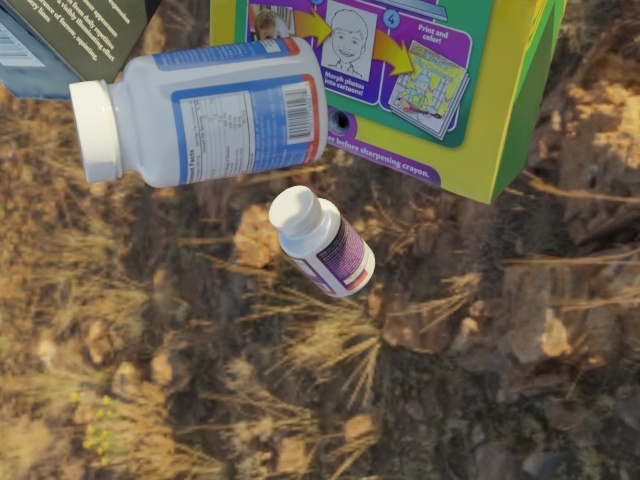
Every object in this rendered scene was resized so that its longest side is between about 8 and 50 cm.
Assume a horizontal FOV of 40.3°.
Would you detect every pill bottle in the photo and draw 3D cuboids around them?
[{"bbox_3d":[0.000,0.000,1.401,0.108,0.193,0.108,-18,48,22],"label":"pill bottle"},{"bbox_3d":[-0.114,-0.117,0.814,0.124,0.222,0.124,170,90,-75],"label":"pill bottle"}]

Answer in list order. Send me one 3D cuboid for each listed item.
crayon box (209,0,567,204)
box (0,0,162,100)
[{"bbox_3d":[0.058,-0.247,0.887,0.363,0.106,0.313,24,129,23],"label":"crayon box"},{"bbox_3d":[-0.377,-0.444,1.249,0.212,0.293,0.395,9,64,35],"label":"box"}]
